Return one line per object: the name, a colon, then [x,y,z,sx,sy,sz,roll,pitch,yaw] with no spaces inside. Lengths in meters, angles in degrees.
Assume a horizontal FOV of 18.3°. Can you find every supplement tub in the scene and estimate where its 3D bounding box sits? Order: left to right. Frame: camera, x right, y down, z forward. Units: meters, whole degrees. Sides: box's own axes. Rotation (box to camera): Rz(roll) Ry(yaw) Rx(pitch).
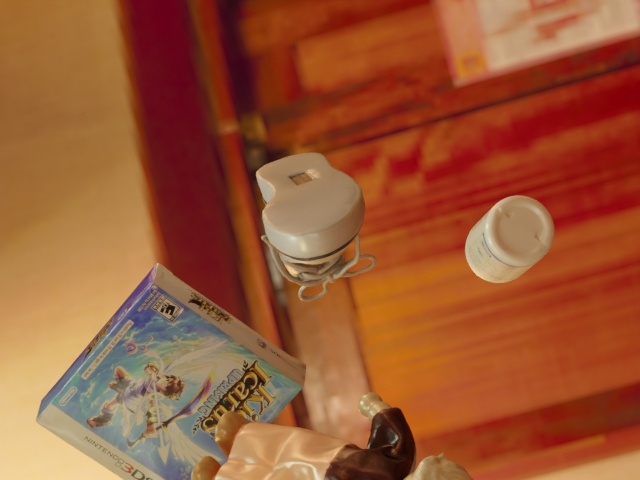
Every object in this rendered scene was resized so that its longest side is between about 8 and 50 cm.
supplement tub: [0.186,0.000,1.965,0.107,0.071,0.071,124,133,-77]

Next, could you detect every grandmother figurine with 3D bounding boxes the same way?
grandmother figurine: [0.028,0.256,2.131,0.104,0.342,0.208,41,-115,-46]

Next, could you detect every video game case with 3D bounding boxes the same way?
video game case: [-0.195,0.201,2.597,0.244,0.269,0.061,35,-157,-15]

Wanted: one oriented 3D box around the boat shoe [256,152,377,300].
boat shoe: [-0.009,0.002,2.547,0.367,0.136,0.156,-128,21,-73]
